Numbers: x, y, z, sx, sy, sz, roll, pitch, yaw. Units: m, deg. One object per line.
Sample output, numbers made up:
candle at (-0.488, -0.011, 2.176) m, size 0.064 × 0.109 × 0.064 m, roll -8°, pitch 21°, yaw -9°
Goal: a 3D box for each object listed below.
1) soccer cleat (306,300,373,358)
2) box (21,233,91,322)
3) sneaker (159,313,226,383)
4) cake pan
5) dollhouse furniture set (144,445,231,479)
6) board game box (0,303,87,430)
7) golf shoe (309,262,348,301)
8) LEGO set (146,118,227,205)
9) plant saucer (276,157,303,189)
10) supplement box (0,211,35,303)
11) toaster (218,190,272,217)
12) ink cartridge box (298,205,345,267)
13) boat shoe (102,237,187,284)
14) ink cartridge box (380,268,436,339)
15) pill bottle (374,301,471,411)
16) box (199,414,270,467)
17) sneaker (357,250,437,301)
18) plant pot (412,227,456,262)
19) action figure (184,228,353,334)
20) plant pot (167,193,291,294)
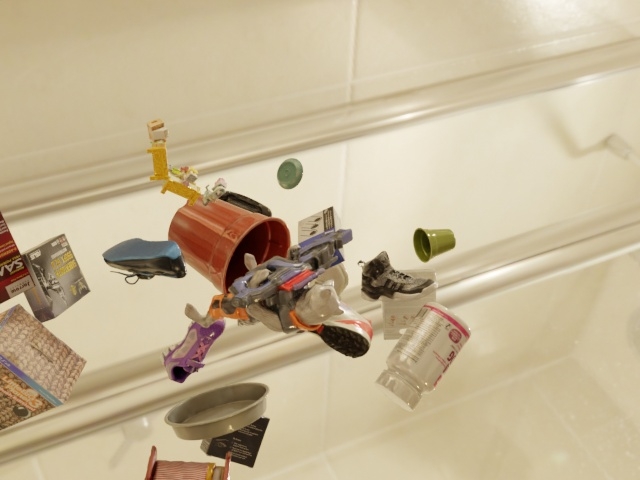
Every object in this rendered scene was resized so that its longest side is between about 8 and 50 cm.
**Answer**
soccer cleat at (-0.010, 0.180, 1.948) m, size 0.109 × 0.318 × 0.116 m, roll -58°, pitch -175°, yaw 32°
box at (-0.714, 0.096, 2.042) m, size 0.231 × 0.056 × 0.183 m, roll -63°, pitch 132°, yaw -75°
sneaker at (-0.328, 0.290, 2.014) m, size 0.236 × 0.095 × 0.105 m, roll -44°, pitch -144°, yaw 22°
cake pan at (-0.273, 0.461, 2.074) m, size 0.293 × 0.293 × 0.054 m, roll -177°, pitch -109°, yaw -69°
dollhouse furniture set at (-0.316, 0.670, 1.762) m, size 0.374 × 0.201 × 0.152 m, roll -94°, pitch -170°, yaw -56°
board game box at (-0.777, 0.323, 1.895) m, size 0.232 × 0.291 × 0.141 m, roll 49°, pitch 32°, yaw -26°
golf shoe at (0.007, 0.163, 2.313) m, size 0.115 × 0.140 × 0.306 m, roll 23°, pitch -36°, yaw 15°
LEGO set at (-0.370, -0.200, 1.944) m, size 0.287 × 0.132 × 0.107 m, roll 48°, pitch 18°, yaw -38°
plant saucer at (-0.117, -0.246, 2.804) m, size 0.119 × 0.021 × 0.119 m, roll -7°, pitch -103°, yaw 32°
supplement box at (-0.773, 0.027, 1.767) m, size 0.073 × 0.130 × 0.240 m, roll 2°, pitch -62°, yaw 49°
toaster at (-0.275, -0.072, 2.482) m, size 0.146 × 0.226 × 0.129 m, roll 147°, pitch -37°, yaw -68°
ink cartridge box at (0.000, 0.000, 1.757) m, size 0.046 × 0.097 × 0.207 m, roll 60°, pitch 13°, yaw -26°
boat shoe at (-0.404, 0.056, 1.735) m, size 0.258 × 0.109 × 0.089 m, roll 7°, pitch -50°, yaw 46°
ink cartridge box at (0.298, 0.215, 2.615) m, size 0.066 × 0.189 × 0.233 m, roll -119°, pitch -153°, yaw -85°
pill bottle at (0.286, 0.329, 2.169) m, size 0.160 × 0.283 × 0.160 m, roll 36°, pitch -14°, yaw 10°
box at (-0.259, 0.585, 2.325) m, size 0.093 × 0.155 × 0.158 m, roll -1°, pitch -113°, yaw 67°
sneaker at (0.239, 0.113, 2.479) m, size 0.268 × 0.101 × 0.153 m, roll -6°, pitch -74°, yaw 30°
plant pot at (0.271, 0.004, 1.795) m, size 0.083 × 0.079 × 0.083 m, roll 168°, pitch -90°, yaw -68°
action figure at (-0.068, 0.102, 1.552) m, size 0.330 × 0.341 × 0.179 m, roll 5°, pitch -65°, yaw 49°
plant pot at (-0.270, 0.007, 2.172) m, size 0.265 × 0.272 × 0.273 m, roll 28°, pitch -44°, yaw 30°
